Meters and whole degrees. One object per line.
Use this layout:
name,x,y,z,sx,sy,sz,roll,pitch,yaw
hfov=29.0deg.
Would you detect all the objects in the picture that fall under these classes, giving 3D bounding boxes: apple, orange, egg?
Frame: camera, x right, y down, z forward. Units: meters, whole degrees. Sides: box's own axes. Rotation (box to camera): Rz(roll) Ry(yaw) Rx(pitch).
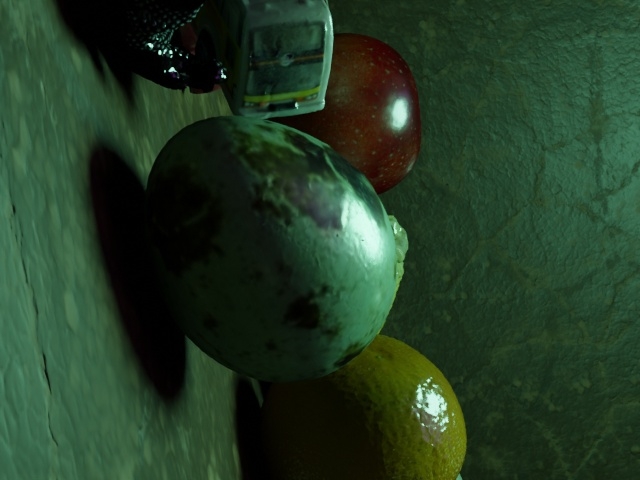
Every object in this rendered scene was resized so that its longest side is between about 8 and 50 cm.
apple,0.026,-0.161,1.611,0.218,0.201,0.218,165,-90,-89
orange,0.037,0.185,1.148,0.206,0.206,0.206,-11,90,-85
egg,-0.038,0.003,0.867,0.231,0.169,0.169,52,24,-47

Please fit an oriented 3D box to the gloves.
gloves,-0.117,-0.167,0.870,0.180,0.106,0.129,137,-50,-61

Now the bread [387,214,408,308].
bread,0.001,0.031,1.284,0.262,0.162,0.204,64,19,-9

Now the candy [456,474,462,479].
candy,0.118,0.427,1.623,0.427,0.186,0.386,-38,121,-79

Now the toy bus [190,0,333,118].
toy bus,-0.070,-0.215,0.989,0.106,0.092,0.268,104,-32,-46

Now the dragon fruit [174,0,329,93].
dragon fruit,-0.077,-0.260,1.194,0.262,0.189,0.163,-100,-154,-56
